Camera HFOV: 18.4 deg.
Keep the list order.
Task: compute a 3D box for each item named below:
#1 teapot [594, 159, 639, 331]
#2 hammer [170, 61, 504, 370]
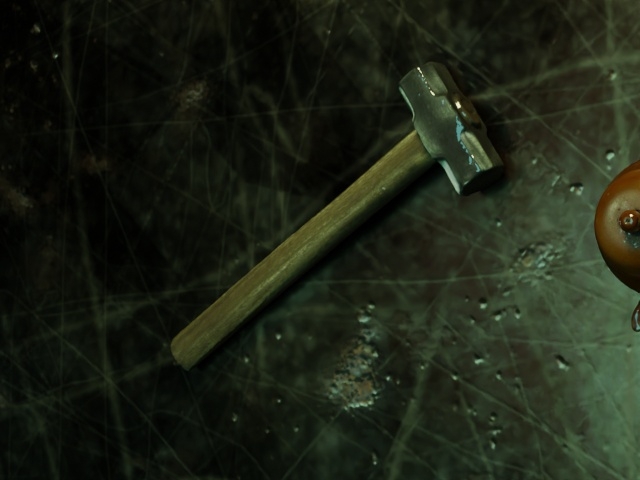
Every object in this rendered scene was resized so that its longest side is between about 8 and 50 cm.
[{"bbox_3d":[0.254,-0.017,1.483,0.116,0.116,0.173,5,89,33],"label":"teapot"},{"bbox_3d":[0.000,0.000,1.693,0.365,0.043,0.111,-41,68,27],"label":"hammer"}]
